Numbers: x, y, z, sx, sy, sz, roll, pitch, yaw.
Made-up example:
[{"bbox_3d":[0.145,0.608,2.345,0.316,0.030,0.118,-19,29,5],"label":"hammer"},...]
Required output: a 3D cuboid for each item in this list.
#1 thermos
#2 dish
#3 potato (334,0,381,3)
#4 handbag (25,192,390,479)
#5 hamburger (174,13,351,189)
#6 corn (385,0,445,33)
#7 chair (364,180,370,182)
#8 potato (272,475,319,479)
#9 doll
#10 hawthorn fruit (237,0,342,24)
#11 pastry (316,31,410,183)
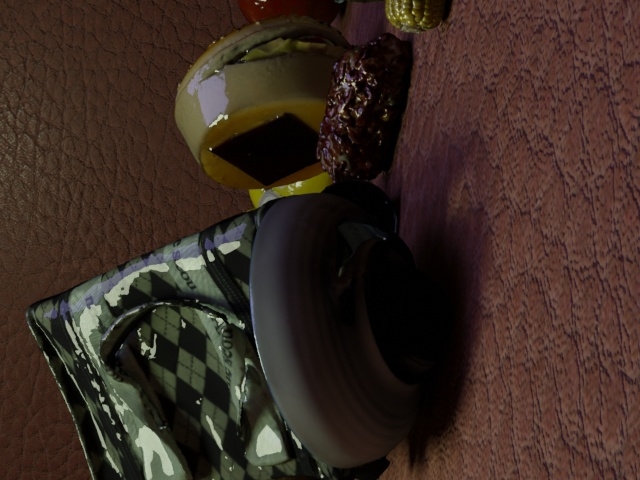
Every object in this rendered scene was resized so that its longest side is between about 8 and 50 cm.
[{"bbox_3d":[0.008,0.004,1.593,0.136,0.109,0.330,-47,2,-9],"label":"thermos"},{"bbox_3d":[0.058,0.072,1.150,0.273,0.134,0.273,41,-140,-48],"label":"dish"},{"bbox_3d":[0.043,-0.352,1.427,0.143,0.169,0.248,-55,18,-3],"label":"potato"},{"bbox_3d":[-0.126,0.154,1.346,0.416,0.180,0.316,-22,85,39],"label":"handbag"},{"bbox_3d":[-0.066,-0.203,1.738,0.300,0.300,0.176,110,148,-62],"label":"hamburger"},{"bbox_3d":[0.110,-0.324,1.280,0.072,0.072,0.203,-140,56,-81],"label":"corn"},{"bbox_3d":[0.050,-0.069,1.664,0.086,0.037,0.042,101,-177,-62],"label":"chair"},{"bbox_3d":[-0.089,0.395,1.890,0.210,0.173,0.307,-130,44,-76],"label":"potato"},{"bbox_3d":[-0.031,-0.116,2.025,0.199,0.145,0.363,50,143,17],"label":"doll"},{"bbox_3d":[-0.050,-0.444,2.070,0.215,0.215,0.249,-117,25,-76],"label":"hawthorn fruit"},{"bbox_3d":[0.053,-0.164,1.514,0.115,0.097,0.208,-107,23,-44],"label":"pastry"}]
